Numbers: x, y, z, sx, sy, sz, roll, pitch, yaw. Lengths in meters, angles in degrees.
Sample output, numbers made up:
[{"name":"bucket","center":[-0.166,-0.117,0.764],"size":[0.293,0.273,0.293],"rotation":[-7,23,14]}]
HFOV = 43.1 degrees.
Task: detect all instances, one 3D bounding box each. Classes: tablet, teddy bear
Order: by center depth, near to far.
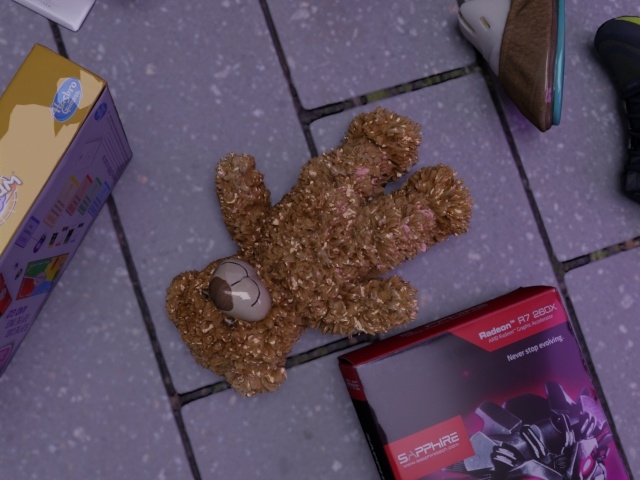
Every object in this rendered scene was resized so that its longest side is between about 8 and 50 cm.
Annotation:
[{"name":"teddy bear","center":[0.000,0.000,0.817],"size":[0.338,0.113,0.245],"rotation":[-21,85,-11]},{"name":"tablet","center":[-0.282,-0.261,0.854],"size":[0.083,0.006,0.054],"rotation":[27,79,-6]}]

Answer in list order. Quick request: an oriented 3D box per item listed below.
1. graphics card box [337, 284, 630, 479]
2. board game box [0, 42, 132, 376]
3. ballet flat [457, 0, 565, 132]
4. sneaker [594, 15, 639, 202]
[{"name":"graphics card box","center":[0.189,0.255,0.826],"size":[0.233,0.094,0.371],"rotation":[-19,87,-11]},{"name":"board game box","center":[-0.278,0.015,0.702],"size":[0.064,0.242,0.316],"rotation":[29,79,-4]},{"name":"ballet flat","center":[0.219,-0.285,0.897],"size":[0.124,0.116,0.342],"rotation":[7,81,12]},{"name":"sneaker","center":[0.384,-0.110,0.898],"size":[0.121,0.111,0.300],"rotation":[-30,87,-8]}]
